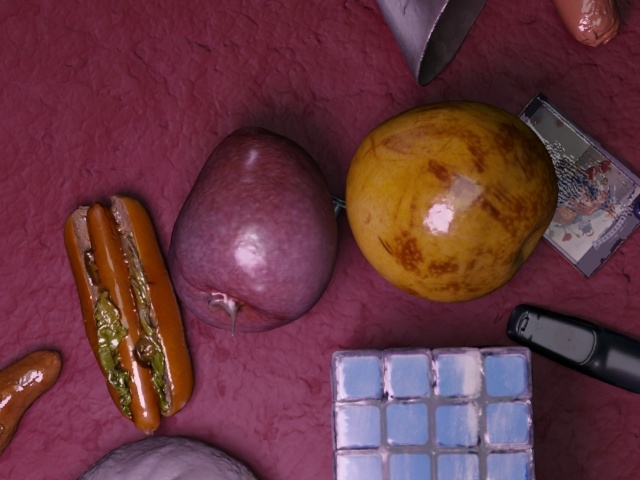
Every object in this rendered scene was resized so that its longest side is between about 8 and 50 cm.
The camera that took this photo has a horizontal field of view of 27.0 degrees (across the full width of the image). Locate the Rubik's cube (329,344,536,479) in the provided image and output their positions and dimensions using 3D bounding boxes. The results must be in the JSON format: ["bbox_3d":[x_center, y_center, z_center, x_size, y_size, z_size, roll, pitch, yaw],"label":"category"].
[{"bbox_3d":[0.142,0.265,1.738,0.256,0.253,0.259,-3,83,2],"label":"Rubik's cube"}]

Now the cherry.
[{"bbox_3d":[-0.087,-0.010,1.778,0.221,0.261,0.307,13,65,-18],"label":"cherry"}]

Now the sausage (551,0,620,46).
[{"bbox_3d":[0.341,-0.409,1.875,0.086,0.086,0.289,-21,85,0],"label":"sausage"}]

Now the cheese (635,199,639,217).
[{"bbox_3d":[0.563,0.008,1.835,0.270,0.069,0.177,39,87,6],"label":"cheese"}]

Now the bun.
[{"bbox_3d":[-0.214,0.435,1.759,0.362,0.211,0.362,0,83,4],"label":"bun"}]

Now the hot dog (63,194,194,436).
[{"bbox_3d":[-0.264,0.103,1.847,0.135,0.100,0.337,-15,84,0],"label":"hot dog"}]

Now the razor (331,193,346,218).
[{"bbox_3d":[0.000,0.000,1.879,0.068,0.040,0.135,26,91,5],"label":"razor"}]

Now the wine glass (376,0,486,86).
[{"bbox_3d":[0.034,-0.416,1.813,0.406,0.267,0.267,30,87,9],"label":"wine glass"}]

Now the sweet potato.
[{"bbox_3d":[-0.491,0.285,1.840,0.106,0.095,0.354,36,90,-36],"label":"sweet potato"}]

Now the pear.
[{"bbox_3d":[0.169,-0.055,1.762,0.280,0.281,0.281,0,85,2],"label":"pear"}]

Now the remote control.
[{"bbox_3d":[0.366,0.148,1.844,0.222,0.042,0.072,21,88,5],"label":"remote control"}]

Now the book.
[{"bbox_3d":[0.344,-0.079,1.875,0.231,0.026,0.157,42,88,6],"label":"book"}]
